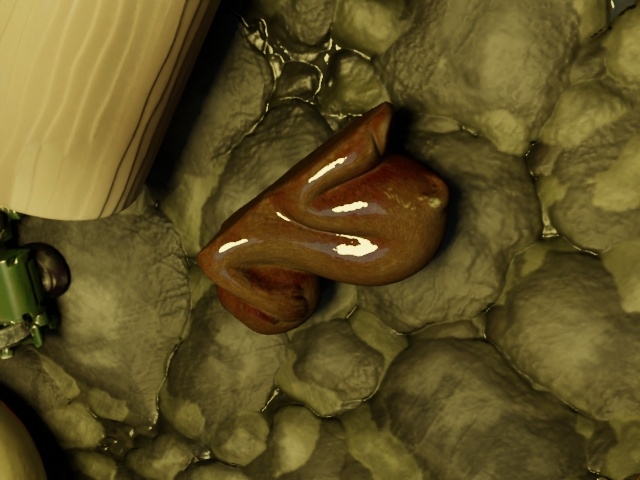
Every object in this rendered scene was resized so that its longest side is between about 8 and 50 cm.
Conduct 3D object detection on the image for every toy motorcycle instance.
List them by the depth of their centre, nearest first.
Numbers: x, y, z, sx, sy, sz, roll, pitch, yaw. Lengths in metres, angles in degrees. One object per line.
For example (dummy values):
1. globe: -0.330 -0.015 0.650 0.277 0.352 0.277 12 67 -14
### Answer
1. toy motorcycle: -0.440 0.037 0.830 0.275 0.127 0.205 -5 108 14

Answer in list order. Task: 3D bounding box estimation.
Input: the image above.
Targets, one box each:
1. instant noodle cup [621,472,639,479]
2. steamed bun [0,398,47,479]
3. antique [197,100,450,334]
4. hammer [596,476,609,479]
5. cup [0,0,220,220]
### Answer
1. instant noodle cup: 0.377 0.201 0.559 0.216 0.216 0.172 28 107 8
2. steamed bun: -0.500 0.314 0.876 0.374 0.241 0.374 4 109 13
3. antique: 0.000 0.000 0.663 0.257 0.121 0.143 -33 104 19
4. hammer: 0.186 0.330 0.763 0.297 0.027 0.125 -18 97 24
5. cup: -0.242 -0.196 0.624 0.288 0.208 0.273 30 117 5
